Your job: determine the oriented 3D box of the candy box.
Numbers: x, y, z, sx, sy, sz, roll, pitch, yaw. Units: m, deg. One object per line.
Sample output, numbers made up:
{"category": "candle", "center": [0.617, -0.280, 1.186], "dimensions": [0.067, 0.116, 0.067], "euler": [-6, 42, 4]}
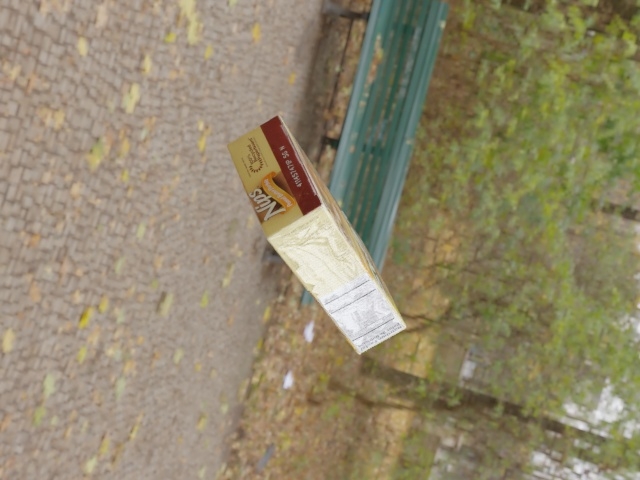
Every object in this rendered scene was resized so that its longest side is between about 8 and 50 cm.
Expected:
{"category": "candy box", "center": [0.000, 0.000, 1.271], "dimensions": [0.316, 0.087, 0.183], "euler": [53, 9, -49]}
